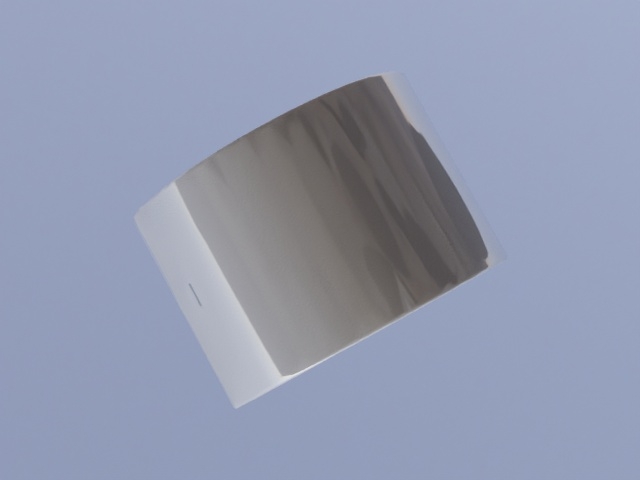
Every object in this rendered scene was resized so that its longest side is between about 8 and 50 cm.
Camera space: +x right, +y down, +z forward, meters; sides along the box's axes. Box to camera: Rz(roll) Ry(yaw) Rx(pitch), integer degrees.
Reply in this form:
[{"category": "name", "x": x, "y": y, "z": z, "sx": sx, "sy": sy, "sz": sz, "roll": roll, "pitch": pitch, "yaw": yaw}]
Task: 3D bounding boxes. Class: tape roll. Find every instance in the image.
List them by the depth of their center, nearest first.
[{"category": "tape roll", "x": 0.000, "y": 0.000, "z": 1.033, "sx": 0.246, "sy": 0.246, "sz": 0.169, "roll": -26, "pitch": -95, "yaw": -20}]
